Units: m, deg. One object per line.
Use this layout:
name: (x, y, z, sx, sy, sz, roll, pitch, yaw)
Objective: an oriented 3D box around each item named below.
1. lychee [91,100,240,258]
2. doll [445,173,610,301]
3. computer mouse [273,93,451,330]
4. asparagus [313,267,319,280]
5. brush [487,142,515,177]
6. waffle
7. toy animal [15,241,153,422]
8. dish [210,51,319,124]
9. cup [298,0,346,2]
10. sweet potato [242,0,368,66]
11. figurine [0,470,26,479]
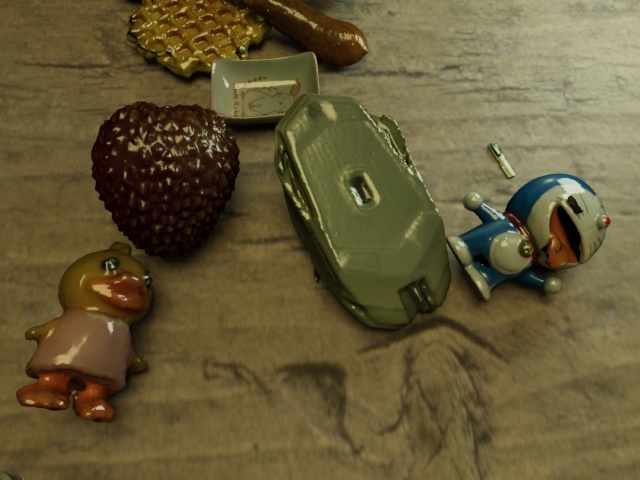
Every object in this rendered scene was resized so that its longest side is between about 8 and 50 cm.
lychee: (-0.259, -0.101, 0.906, 0.272, 0.271, 0.271, 0, 65, 1)
doll: (0.343, -0.010, 0.884, 0.257, 0.161, 0.215, -31, 96, 0)
computer mouse: (0.062, -0.055, 0.920, 0.228, 0.145, 0.428, -24, 82, -17)
asparagus: (0.000, 0.000, 0.965, 0.016, 0.016, 0.162, 15, 64, -21)
brush: (0.351, -0.158, 1.030, 0.016, 0.013, 0.083, -19, 68, -9)
waffle: (-0.268, -0.478, 1.166, 0.301, 0.058, 0.281, 29, 69, 12)
toy animal: (-0.353, 0.131, 0.840, 0.169, 0.195, 0.281, -5, 62, 44)
dish: (-0.109, -0.292, 1.066, 0.213, 0.077, 0.151, -4, 64, -1)
cup: (-0.083, -0.679, 1.160, 0.257, 0.331, 0.311, -12, 56, 27)
sweet potato: (-0.030, -0.449, 1.121, 0.292, 0.097, 0.097, 27, 69, 5)
figurine: (-0.289, 0.386, 0.651, 0.309, 0.308, 0.143, 18, 62, 9)
